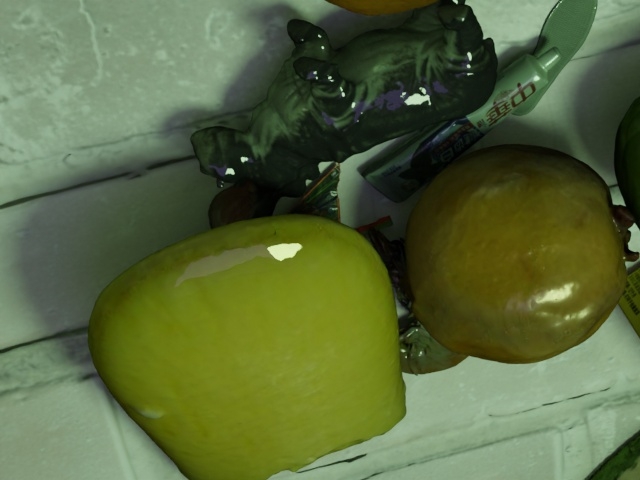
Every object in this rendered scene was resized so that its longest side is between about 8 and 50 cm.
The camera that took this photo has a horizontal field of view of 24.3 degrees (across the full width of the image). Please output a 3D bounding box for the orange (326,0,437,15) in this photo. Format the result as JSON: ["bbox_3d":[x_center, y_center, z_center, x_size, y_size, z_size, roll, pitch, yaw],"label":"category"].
[{"bbox_3d":[0.076,-0.293,1.264,0.237,0.158,0.179,-31,126,8],"label":"orange"}]

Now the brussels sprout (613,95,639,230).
[{"bbox_3d":[0.420,-0.075,1.493,0.210,0.219,0.271,-35,149,30],"label":"brussels sprout"}]

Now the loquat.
[{"bbox_3d":[0.195,0.013,1.492,0.238,0.238,0.193,-26,170,4],"label":"loquat"}]

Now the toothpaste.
[{"bbox_3d":[0.147,-0.118,1.489,0.233,0.038,0.060,-38,126,17],"label":"toothpaste"}]

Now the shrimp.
[{"bbox_3d":[0.090,0.073,1.611,0.133,0.053,0.236,-16,136,19],"label":"shrimp"}]

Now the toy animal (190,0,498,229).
[{"bbox_3d":[0.004,-0.125,1.405,0.343,0.106,0.168,-31,135,15],"label":"toy animal"}]

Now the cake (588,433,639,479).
[{"bbox_3d":[0.452,0.321,1.826,0.172,0.158,0.283,28,111,-31],"label":"cake"}]

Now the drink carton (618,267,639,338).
[{"bbox_3d":[0.515,0.022,1.651,0.351,0.111,0.154,-37,127,11],"label":"drink carton"}]

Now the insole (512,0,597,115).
[{"bbox_3d":[0.231,-0.188,1.483,0.053,0.002,0.153,19,118,-27],"label":"insole"}]

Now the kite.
[{"bbox_3d":[0.000,0.000,1.551,0.159,0.010,0.190,-10,129,-11],"label":"kite"}]

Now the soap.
[{"bbox_3d":[-0.068,0.112,1.517,0.306,0.115,0.427,-14,145,1],"label":"soap"}]
